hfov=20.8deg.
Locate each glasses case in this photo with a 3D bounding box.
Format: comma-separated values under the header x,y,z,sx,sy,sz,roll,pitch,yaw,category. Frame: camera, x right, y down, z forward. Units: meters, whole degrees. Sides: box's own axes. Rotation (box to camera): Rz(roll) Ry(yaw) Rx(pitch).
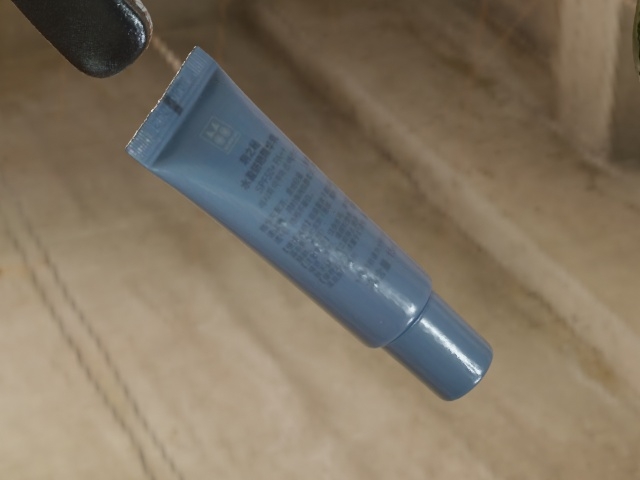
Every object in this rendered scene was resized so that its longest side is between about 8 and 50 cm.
x,y,z,sx,sy,sz,roll,pitch,yaw,category
-0.292,-0.291,1.877,0.103,0.067,0.266,-35,-76,23,glasses case

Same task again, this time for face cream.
x,y,z,sx,sy,sz,roll,pitch,yaw,category
0.000,0.000,1.543,0.385,0.135,0.086,42,-37,-17,face cream

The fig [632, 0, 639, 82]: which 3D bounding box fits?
x,y,z,sx,sy,sz,roll,pitch,yaw,category
0.275,-0.145,0.952,0.245,0.195,0.195,103,-34,-56,fig
